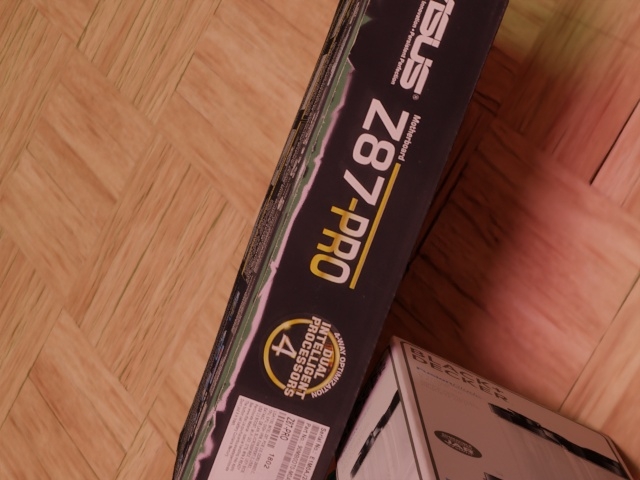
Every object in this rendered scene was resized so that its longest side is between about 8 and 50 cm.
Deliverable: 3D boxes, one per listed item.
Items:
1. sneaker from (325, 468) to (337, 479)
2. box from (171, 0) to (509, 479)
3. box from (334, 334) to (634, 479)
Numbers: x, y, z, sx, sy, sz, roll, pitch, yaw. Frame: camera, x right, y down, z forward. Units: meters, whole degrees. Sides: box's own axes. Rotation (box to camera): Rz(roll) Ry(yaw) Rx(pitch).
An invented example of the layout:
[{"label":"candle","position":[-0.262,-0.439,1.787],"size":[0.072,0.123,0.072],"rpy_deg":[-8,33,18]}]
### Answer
[{"label":"sneaker","position":[0.029,0.197,1.224],"size":[0.275,0.107,0.110],"rpy_deg":[-48,32,25]},{"label":"box","position":[0.000,0.000,1.212],"size":[0.318,0.097,0.395],"rpy_deg":[-146,76,-83]},{"label":"box","position":[0.102,0.161,0.993],"size":[0.087,0.169,0.290],"rpy_deg":[-64,6,10]}]
